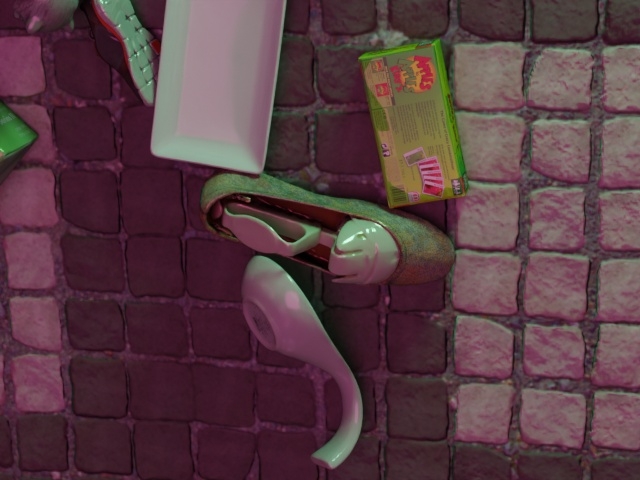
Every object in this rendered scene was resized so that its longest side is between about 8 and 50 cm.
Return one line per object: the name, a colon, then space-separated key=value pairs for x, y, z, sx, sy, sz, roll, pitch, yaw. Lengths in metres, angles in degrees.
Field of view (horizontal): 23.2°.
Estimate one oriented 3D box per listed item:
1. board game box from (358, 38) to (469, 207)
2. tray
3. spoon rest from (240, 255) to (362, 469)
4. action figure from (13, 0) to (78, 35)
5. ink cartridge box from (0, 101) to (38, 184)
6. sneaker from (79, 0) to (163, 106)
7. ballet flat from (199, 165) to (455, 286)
board game box: x=0.110 y=-0.136 z=1.820 sx=0.092 sy=0.043 sz=0.181 roll=-9 pitch=103 yaw=14
tray: x=-0.117 y=-0.222 z=1.845 sx=0.145 sy=0.030 sz=0.270 roll=10 pitch=102 yaw=9
spoon rest: x=-0.019 y=0.139 z=1.899 sx=0.084 sy=0.137 sz=0.276 roll=-29 pitch=108 yaw=-24
action figure: x=-0.390 y=-0.376 z=1.801 sx=0.341 sy=0.178 sz=0.330 roll=-28 pitch=88 yaw=16
ink cartridge box: x=-0.553 y=-0.164 z=1.921 sx=0.353 sy=0.119 sz=0.207 roll=42 pitch=110 yaw=-2
sneaker: x=-0.237 y=-0.230 z=1.875 sx=0.065 sy=0.061 sz=0.158 roll=-16 pitch=102 yaw=44
ballet flat: x=0.000 y=0.000 z=1.849 sx=0.316 sy=0.106 sz=0.108 roll=15 pitch=116 yaw=8
